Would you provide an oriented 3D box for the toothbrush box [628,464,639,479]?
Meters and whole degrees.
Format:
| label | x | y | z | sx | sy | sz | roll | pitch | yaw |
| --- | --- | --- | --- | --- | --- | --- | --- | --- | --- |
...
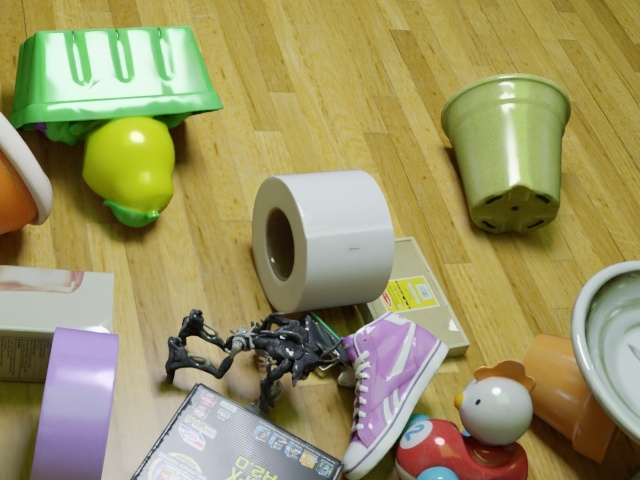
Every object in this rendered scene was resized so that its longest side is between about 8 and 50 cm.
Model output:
| label | x | y | z | sx | sy | sz | roll | pitch | yaw |
| --- | --- | --- | --- | --- | --- | --- | --- | --- | --- |
| toothbrush box | 0.553 | 0.428 | 1.583 | 0.122 | 0.206 | 0.283 | 40 | 49 | 17 |

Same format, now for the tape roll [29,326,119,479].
| label | x | y | z | sx | sy | sz | roll | pitch | yaw |
| --- | --- | --- | --- | --- | --- | --- | --- | --- | --- |
| tape roll | -0.342 | 0.260 | 1.353 | 0.090 | 0.274 | 0.274 | 9 | 47 | -14 |

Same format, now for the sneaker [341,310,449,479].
| label | x | y | z | sx | sy | sz | roll | pitch | yaw |
| --- | --- | --- | --- | --- | --- | --- | --- | --- | --- |
| sneaker | 0.075 | 0.243 | 1.604 | 0.161 | 0.102 | 0.282 | 35 | 63 | -3 |

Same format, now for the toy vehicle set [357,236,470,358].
| label | x | y | z | sx | sy | sz | roll | pitch | yaw |
| --- | --- | --- | --- | --- | --- | --- | --- | --- | --- |
| toy vehicle set | 0.151 | 0.110 | 1.839 | 0.166 | 0.035 | 0.266 | -6 | 52 | -25 |

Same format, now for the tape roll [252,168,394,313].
| label | x | y | z | sx | sy | sz | roll | pitch | yaw |
| --- | --- | --- | --- | --- | --- | --- | --- | --- | --- |
| tape roll | 0.000 | 0.000 | 1.739 | 0.169 | 0.246 | 0.246 | -6 | 52 | -26 |

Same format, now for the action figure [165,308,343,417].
| label | x | y | z | sx | sy | sz | roll | pitch | yaw |
| --- | --- | --- | --- | --- | --- | --- | --- | --- | --- |
| action figure | -0.103 | 0.192 | 1.604 | 0.276 | 0.140 | 0.164 | 7 | 44 | 7 |

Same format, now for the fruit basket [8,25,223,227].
| label | x | y | z | sx | sy | sz | roll | pitch | yaw |
| --- | --- | --- | --- | --- | --- | --- | --- | --- | --- |
| fruit basket | -0.375 | -0.207 | 1.830 | 0.392 | 0.283 | 0.391 | -1 | 93 | -27 |

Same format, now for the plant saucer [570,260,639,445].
| label | x | y | z | sx | sy | sz | roll | pitch | yaw |
| --- | --- | --- | --- | --- | --- | --- | --- | --- | --- |
| plant saucer | 0.567 | 0.216 | 1.563 | 0.401 | 0.100 | 0.400 | 10 | 49 | -12 |

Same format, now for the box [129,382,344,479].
| label | x | y | z | sx | sy | sz | roll | pitch | yaw |
| --- | --- | --- | --- | --- | --- | --- | --- | --- | --- |
| box | -0.127 | 0.366 | 1.488 | 0.270 | 0.060 | 0.216 | 28 | 46 | 6 |

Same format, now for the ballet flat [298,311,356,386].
| label | x | y | z | sx | sy | sz | roll | pitch | yaw |
| --- | --- | --- | --- | --- | --- | --- | --- | --- | --- |
| ballet flat | 0.035 | 0.208 | 1.694 | 0.203 | 0.074 | 0.074 | 37 | 47 | 6 |

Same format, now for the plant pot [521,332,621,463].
| label | x | y | z | sx | sy | sz | roll | pitch | yaw |
| --- | --- | --- | --- | --- | --- | --- | --- | --- | --- |
| plant pot | 0.447 | 0.257 | 1.721 | 0.188 | 0.205 | 0.205 | 23 | 44 | 23 |

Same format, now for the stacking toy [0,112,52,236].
| label | x | y | z | sx | sy | sz | roll | pitch | yaw |
| --- | --- | --- | --- | --- | --- | --- | --- | --- | --- |
| stacking toy | -0.700 | -0.035 | 1.532 | 0.351 | 0.350 | 0.480 | 39 | 67 | 15 |

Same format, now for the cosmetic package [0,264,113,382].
| label | x | y | z | sx | sy | sz | roll | pitch | yaw |
| --- | --- | --- | --- | --- | --- | --- | --- | --- | --- |
| cosmetic package | -0.475 | 0.128 | 1.512 | 0.296 | 0.153 | 0.129 | 6 | 49 | -17 |

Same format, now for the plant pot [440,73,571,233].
| label | x | y | z | sx | sy | sz | roll | pitch | yaw |
| --- | --- | --- | --- | --- | --- | --- | --- | --- | --- |
| plant pot | 0.394 | -0.162 | 2.044 | 0.276 | 0.276 | 0.253 | 9 | 58 | -13 |

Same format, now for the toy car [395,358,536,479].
| label | x | y | z | sx | sy | sz | roll | pitch | yaw |
| --- | --- | --- | --- | --- | --- | --- | --- | --- | --- |
| toy car | 0.241 | 0.284 | 1.525 | 0.210 | 0.237 | 0.219 | 13 | 14 | -8 |
